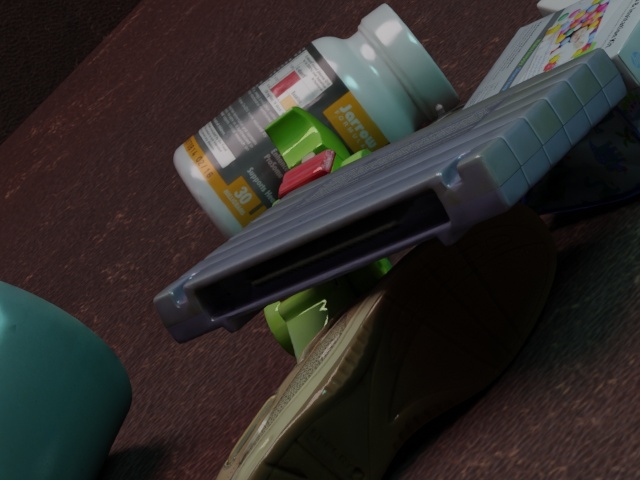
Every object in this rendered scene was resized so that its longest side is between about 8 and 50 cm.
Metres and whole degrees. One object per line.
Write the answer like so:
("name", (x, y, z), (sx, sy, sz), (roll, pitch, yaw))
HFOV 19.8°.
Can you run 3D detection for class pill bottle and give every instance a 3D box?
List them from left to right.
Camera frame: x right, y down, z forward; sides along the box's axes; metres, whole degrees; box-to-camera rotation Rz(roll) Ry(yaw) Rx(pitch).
("pill bottle", (-0.002, -0.111, 1.910), (0.278, 0.162, 0.162), (-38, 19, 4))

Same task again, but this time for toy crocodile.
("toy crocodile", (0.000, 0.000, 1.694), (0.115, 0.105, 0.340), (-29, 35, 23))

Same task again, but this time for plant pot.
("plant pot", (-0.345, 0.202, 1.658), (0.293, 0.293, 0.235), (-21, 41, 42))

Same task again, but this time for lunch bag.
("lunch bag", (0.238, -0.093, 1.542), (0.151, 0.096, 0.129), (-36, 15, 48))

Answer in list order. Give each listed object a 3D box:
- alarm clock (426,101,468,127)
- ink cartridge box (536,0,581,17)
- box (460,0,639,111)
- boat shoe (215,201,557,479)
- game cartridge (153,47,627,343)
("alarm clock", (0.134, -0.075, 1.739), (0.129, 0.064, 0.192), (-34, 22, 13))
("ink cartridge box", (0.311, -0.226, 1.714), (0.148, 0.086, 0.203), (-40, 19, -4))
("box", (0.213, -0.153, 1.520), (0.186, 0.038, 0.145), (-19, 27, 47))
("boat shoe", (0.041, 0.095, 1.415), (0.341, 0.122, 0.110), (-45, 20, -13))
("game cartridge", (0.055, -0.031, 1.443), (0.355, 0.068, 0.230), (-23, 7, 41))
